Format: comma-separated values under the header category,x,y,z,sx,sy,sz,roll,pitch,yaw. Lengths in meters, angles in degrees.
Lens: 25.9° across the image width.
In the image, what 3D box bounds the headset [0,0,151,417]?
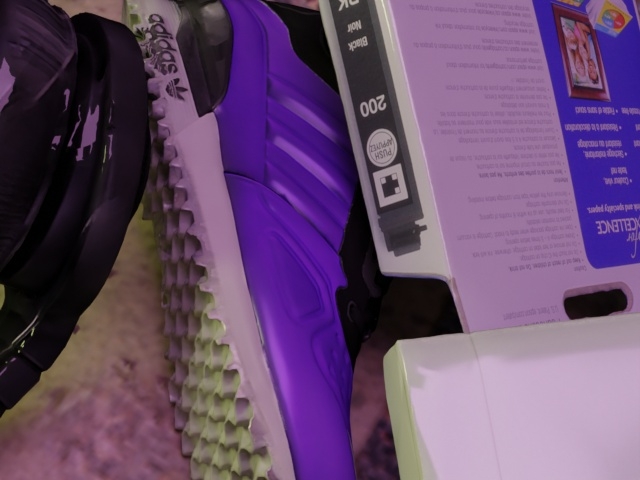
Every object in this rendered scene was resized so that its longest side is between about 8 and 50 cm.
category,x,y,z,sx,sy,sz,roll,pitch,yaw
headset,-0.152,-0.072,0.519,0.243,0.185,0.394,41,77,-27

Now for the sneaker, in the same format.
category,x,y,z,sx,sy,sz,roll,pitch,yaw
sneaker,0.000,-0.001,0.627,0.146,0.102,0.293,-5,60,-18

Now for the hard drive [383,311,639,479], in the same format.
category,x,y,z,sx,sy,sz,roll,pitch,yaw
hard drive,0.190,0.121,0.527,0.307,0.040,0.203,-6,74,-11

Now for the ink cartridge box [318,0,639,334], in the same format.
category,x,y,z,sx,sy,sz,roll,pitch,yaw
ink cartridge box,0.097,-0.040,0.646,0.206,0.045,0.208,-4,78,-47
